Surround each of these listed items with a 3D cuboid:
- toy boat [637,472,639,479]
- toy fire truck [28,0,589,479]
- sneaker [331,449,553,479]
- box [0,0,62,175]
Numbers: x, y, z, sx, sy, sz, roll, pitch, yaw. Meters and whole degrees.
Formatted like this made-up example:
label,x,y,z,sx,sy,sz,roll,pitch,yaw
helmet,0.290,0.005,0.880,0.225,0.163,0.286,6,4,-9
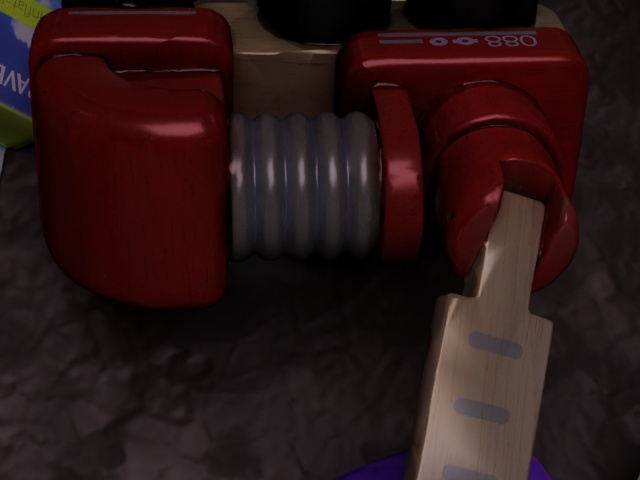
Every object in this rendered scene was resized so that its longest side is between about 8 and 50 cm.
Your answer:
label,x,y,z,sx,sy,sz,roll,pitch,yaw
toy boat,0.257,0.128,0.517,0.318,0.148,0.267,-29,71,19
toy fire truck,0.000,0.000,0.565,0.217,0.158,0.246,-1,32,-6
sneaker,-0.028,0.155,0.537,0.293,0.146,0.102,-25,74,-13
box,-0.158,-0.124,0.657,0.109,0.042,0.178,26,61,-41
